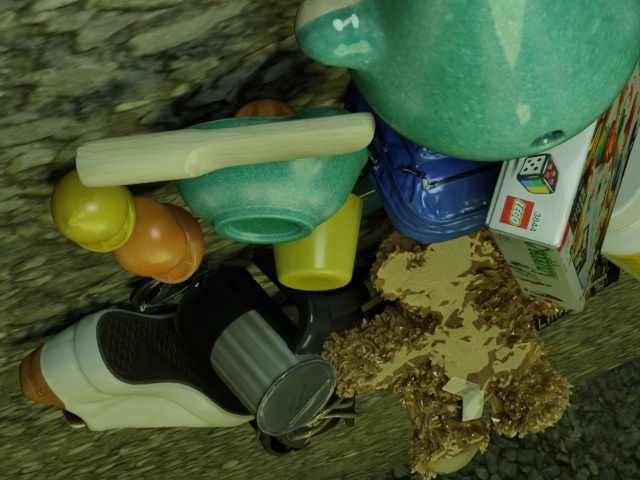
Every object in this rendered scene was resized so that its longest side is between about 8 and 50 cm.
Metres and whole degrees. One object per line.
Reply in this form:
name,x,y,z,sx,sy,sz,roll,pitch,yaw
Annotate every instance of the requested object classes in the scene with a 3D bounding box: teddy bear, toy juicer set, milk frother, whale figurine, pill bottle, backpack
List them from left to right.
toy juicer set,-0.073,-0.049,1.271,0.209,0.089,0.329,1,164,-1
milk frother,-0.076,0.083,1.665,0.143,0.135,0.129,-15,136,-35
backpack,0.076,-0.063,1.333,0.098,0.120,0.101,-18,167,-9
teddy bear,0.121,0.076,1.757,0.245,0.113,0.338,-34,132,8
whale figurine,0.095,-0.127,1.043,0.216,0.141,0.272,-20,167,1
pill bottle,0.289,-0.028,1.723,0.119,0.119,0.208,-27,148,25

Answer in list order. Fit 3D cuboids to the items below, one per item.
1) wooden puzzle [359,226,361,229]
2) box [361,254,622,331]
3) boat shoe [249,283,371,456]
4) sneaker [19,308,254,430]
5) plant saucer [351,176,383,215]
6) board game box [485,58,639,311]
wooden puzzle,0.000,0.000,1.734,0.083,0.006,0.049,-17,167,-18
box,0.181,0.051,1.975,0.257,0.079,0.322,-31,167,1
boat shoe,-0.005,0.142,2.035,0.132,0.130,0.355,-18,167,-14
sneaker,-0.164,0.122,1.797,0.123,0.106,0.290,-23,157,26
plant saucer,0.059,-0.047,1.610,0.192,0.018,0.067,-24,167,12
board game box,0.177,-0.067,1.348,0.053,0.193,0.305,16,174,12
